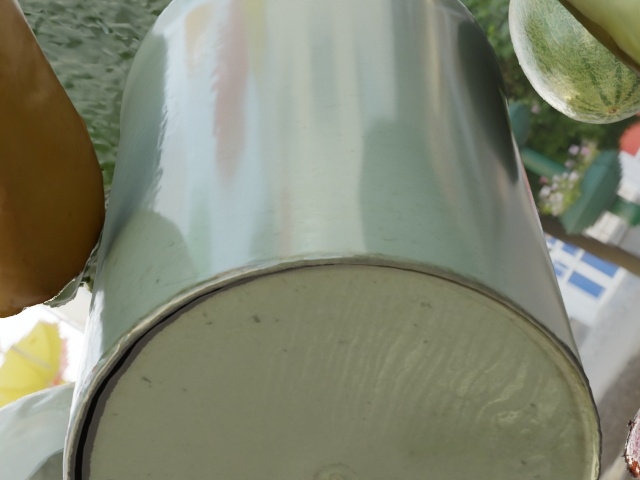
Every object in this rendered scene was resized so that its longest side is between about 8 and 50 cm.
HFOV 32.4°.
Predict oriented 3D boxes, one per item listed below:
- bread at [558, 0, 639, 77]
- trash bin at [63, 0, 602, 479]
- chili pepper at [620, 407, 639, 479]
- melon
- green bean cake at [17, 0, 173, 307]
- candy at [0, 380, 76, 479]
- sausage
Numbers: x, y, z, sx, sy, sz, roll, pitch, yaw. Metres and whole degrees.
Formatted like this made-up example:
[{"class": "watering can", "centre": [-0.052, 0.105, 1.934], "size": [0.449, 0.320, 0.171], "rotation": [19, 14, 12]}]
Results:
[{"class": "bread", "centre": [0.226, -0.210, 0.474], "size": [0.210, 0.341, 0.300], "rotation": [-11, -44, -30]}, {"class": "trash bin", "centre": [0.000, 0.000, 0.670], "size": [0.432, 0.280, 0.280], "rotation": [-93, 24, -59]}, {"class": "chili pepper", "centre": [0.311, 0.194, 0.853], "size": [0.084, 0.086, 0.192], "rotation": [-22, 22, -9]}, {"class": "melon", "centre": [0.230, -0.188, 0.936], "size": [0.139, 0.139, 0.192], "rotation": [100, 166, -60]}, {"class": "green bean cake", "centre": [-0.219, -0.115, 0.985], "size": [0.335, 0.319, 0.218], "rotation": [-20, -29, -42]}, {"class": "candy", "centre": [-0.168, 0.234, 0.810], "size": [0.295, 0.295, 0.185], "rotation": [-57, 31, -11]}, {"class": "sausage", "centre": [-0.178, -0.097, 0.445], "size": [0.112, 0.112, 0.328], "rotation": [-53, -32, -30]}]
